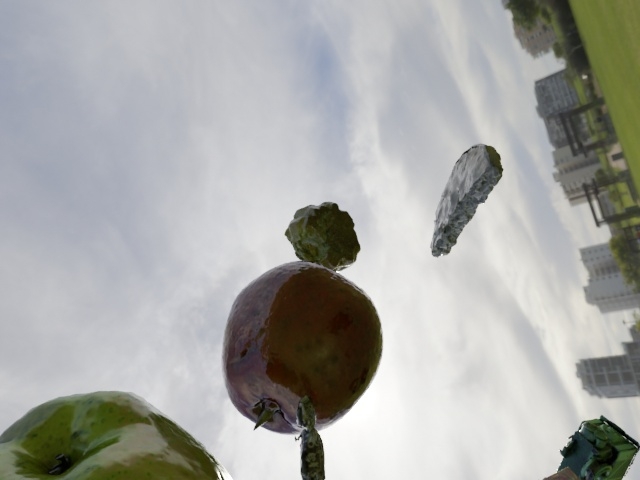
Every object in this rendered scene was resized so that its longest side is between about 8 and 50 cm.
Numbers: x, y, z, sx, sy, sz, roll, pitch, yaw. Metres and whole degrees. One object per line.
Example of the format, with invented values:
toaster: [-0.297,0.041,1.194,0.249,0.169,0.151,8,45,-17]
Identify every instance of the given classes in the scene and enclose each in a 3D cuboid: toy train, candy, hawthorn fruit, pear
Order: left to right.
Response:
pear: [-0.262,0.365,0.496,0.391,0.391,0.391,29,-128,-45]
hawthorn fruit: [-0.061,0.267,1.032,0.402,0.402,0.403,29,-128,-45]
candy: [-0.011,0.379,0.743,0.094,0.051,0.227,124,137,-81]
toy train: [0.594,0.532,1.002,0.154,0.115,0.270,5,-72,-24]

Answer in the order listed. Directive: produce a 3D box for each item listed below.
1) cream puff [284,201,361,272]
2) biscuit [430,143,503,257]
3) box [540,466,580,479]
cream puff: [-0.002,0.000,1.561,0.281,0.185,0.282,11,-109,-35]
biscuit: [0.238,-0.079,0.768,0.290,0.038,0.141,99,-178,-59]
box: [0.429,0.498,0.841,0.022,0.156,0.089,63,180,-15]
